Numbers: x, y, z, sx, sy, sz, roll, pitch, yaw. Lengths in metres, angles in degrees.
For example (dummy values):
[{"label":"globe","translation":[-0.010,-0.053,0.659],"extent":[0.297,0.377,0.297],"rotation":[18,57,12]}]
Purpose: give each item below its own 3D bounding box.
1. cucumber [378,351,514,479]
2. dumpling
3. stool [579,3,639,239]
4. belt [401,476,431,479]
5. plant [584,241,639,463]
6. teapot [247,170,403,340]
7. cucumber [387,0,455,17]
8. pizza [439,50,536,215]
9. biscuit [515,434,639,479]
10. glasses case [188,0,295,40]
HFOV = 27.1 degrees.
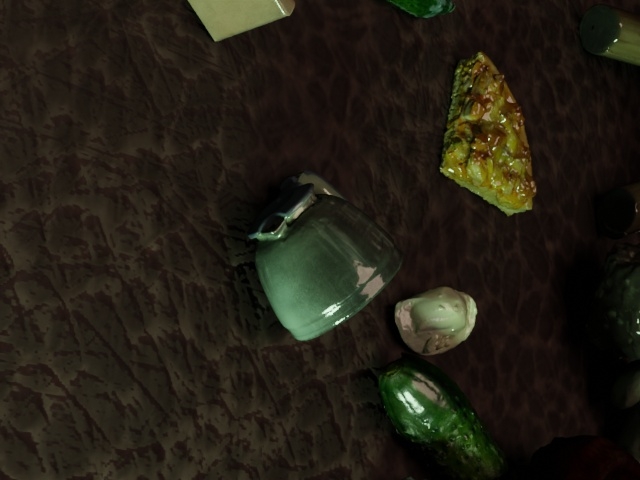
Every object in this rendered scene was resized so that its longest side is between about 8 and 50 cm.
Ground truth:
[{"label":"cucumber","translation":[0.121,0.182,1.202],"extent":[0.227,0.069,0.069],"rotation":[53,48,-33]},{"label":"dumpling","translation":[0.107,0.073,1.209],"extent":[0.076,0.052,0.057],"rotation":[1,72,-60]},{"label":"stool","translation":[0.474,-0.154,1.496],"extent":[0.226,0.310,0.310],"rotation":[1,84,-44]},{"label":"belt","translation":[0.101,0.300,1.144],"extent":[0.151,0.078,0.198],"rotation":[-20,102,-51]},{"label":"plant","translation":[0.367,0.136,1.446],"extent":[0.146,0.149,0.274],"rotation":[-8,112,-9]},{"label":"teapot","translation":[0.005,-0.001,1.065],"extent":[0.108,0.111,0.149],"rotation":[52,52,-12]},{"label":"cucumber","translation":[0.083,-0.234,1.248],"extent":[0.155,0.037,0.037],"rotation":[13,74,-47]},{"label":"pizza","translation":[0.171,-0.093,1.320],"extent":[0.134,0.046,0.175],"rotation":[-49,120,-42]},{"label":"biscuit","translation":[0.248,0.384,1.232],"extent":[0.407,0.091,0.407],"rotation":[1,89,-61]},{"label":"glasses case","translation":[-0.079,-0.256,1.012],"extent":[0.193,0.102,0.070],"rotation":[55,40,-28]}]
